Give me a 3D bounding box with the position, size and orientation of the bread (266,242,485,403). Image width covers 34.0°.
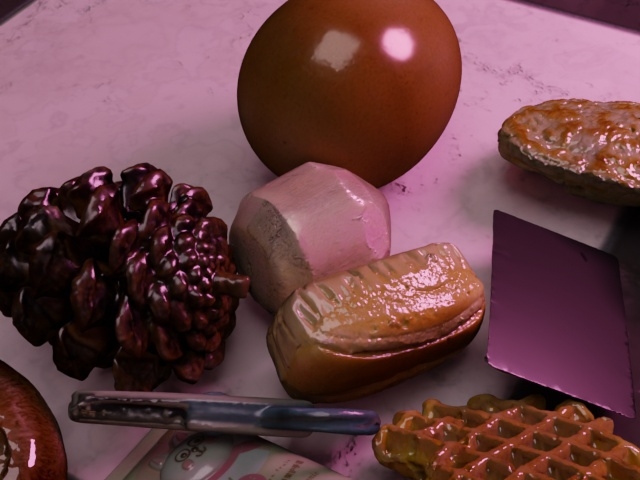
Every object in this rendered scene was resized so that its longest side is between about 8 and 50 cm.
[{"bbox_3d":[0.062,0.087,1.053,0.236,0.140,0.106,-17,64,-28],"label":"bread"}]

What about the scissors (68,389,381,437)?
[{"bbox_3d":[-0.090,0.162,0.979,0.289,0.138,0.041,3,84,-4],"label":"scissors"}]

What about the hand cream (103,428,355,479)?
[{"bbox_3d":[-0.057,0.240,0.970,0.305,0.093,0.147,13,43,31],"label":"hand cream"}]

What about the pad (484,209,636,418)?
[{"bbox_3d":[0.250,0.070,1.103,0.159,0.009,0.265,21,37,-4],"label":"pad"}]

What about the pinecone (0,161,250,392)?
[{"bbox_3d":[-0.214,0.037,1.076,0.309,0.244,0.244,4,42,36],"label":"pinecone"}]

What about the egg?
[{"bbox_3d":[0.043,-0.193,1.274,0.250,0.250,0.322,27,45,27],"label":"egg"}]

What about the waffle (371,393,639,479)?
[{"bbox_3d":[0.165,0.206,0.930,0.249,0.056,0.253,0,18,11],"label":"waffle"}]

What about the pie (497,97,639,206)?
[{"bbox_3d":[0.346,-0.107,1.279,0.248,0.090,0.201,17,38,20],"label":"pie"}]

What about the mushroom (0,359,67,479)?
[{"bbox_3d":[-0.380,0.221,0.954,0.297,0.163,0.278,-4,36,2],"label":"mushroom"}]

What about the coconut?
[{"bbox_3d":[0.000,0.000,1.144,0.182,0.171,0.171,-23,47,-25],"label":"coconut"}]
